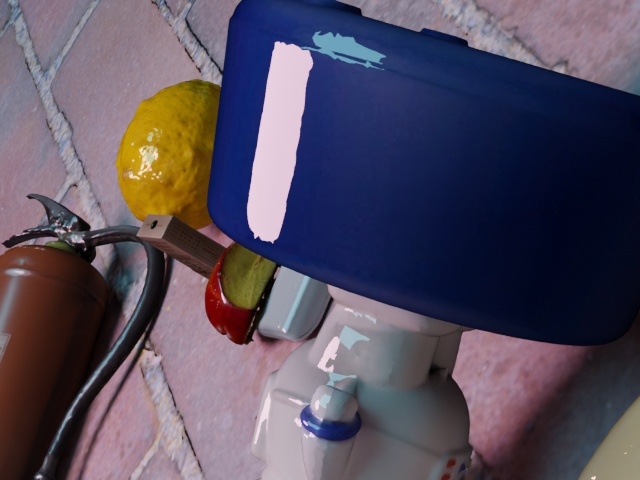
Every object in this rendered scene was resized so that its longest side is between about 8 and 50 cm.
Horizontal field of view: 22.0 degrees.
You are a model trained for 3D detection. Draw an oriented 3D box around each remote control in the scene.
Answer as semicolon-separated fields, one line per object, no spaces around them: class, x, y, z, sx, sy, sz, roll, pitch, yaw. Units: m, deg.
remote control;0.000;0.000;1.239;0.061;0.029;0.162;4;69;59

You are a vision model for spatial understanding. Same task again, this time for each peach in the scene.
peach;-0.059;0.033;1.263;0.083;0.050;0.077;-65;-6;7

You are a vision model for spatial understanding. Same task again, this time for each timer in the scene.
timer;0.037;0.075;0.915;0.270;0.270;0.383;33;109;64

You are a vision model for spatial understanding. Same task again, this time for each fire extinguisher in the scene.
fire extinguisher;-0.244;0.121;1.502;0.200;0.113;0.376;6;63;15

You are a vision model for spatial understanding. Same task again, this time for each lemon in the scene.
lemon;-0.118;-0.075;1.428;0.114;0.114;0.155;-34;31;43

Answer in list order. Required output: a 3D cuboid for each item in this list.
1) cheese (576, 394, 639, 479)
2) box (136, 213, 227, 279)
cheese;0.142;0.159;0.809;0.251;0.054;0.127;-46;30;29
box;-0.104;0.008;1.353;0.053;0.083;0.024;4;63;62
